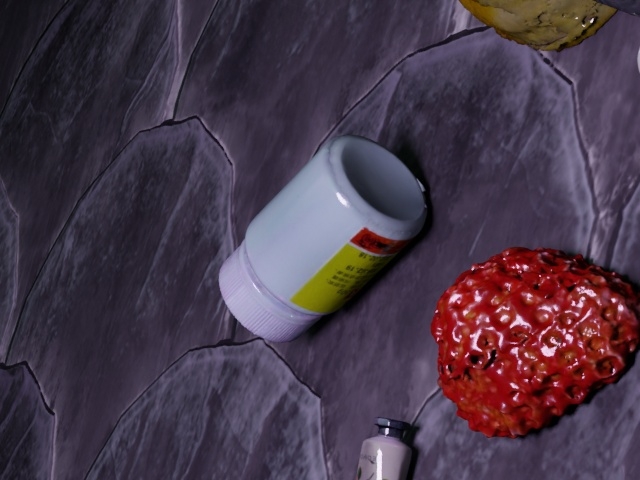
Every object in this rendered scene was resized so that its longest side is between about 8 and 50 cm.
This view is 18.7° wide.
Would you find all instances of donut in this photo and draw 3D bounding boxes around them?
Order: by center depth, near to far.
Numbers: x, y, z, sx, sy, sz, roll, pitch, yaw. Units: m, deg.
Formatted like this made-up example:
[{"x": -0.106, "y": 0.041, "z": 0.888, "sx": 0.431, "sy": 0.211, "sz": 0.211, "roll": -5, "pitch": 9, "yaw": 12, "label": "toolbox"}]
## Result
[{"x": 0.225, "y": -0.323, "z": 2.000, "sx": 0.272, "sy": 0.107, "sz": 0.272, "roll": -32, "pitch": 47, "yaw": 43, "label": "donut"}]

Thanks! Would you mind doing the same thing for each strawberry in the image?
[{"x": 0.183, "y": 0.077, "z": 1.793, "sx": 0.236, "sy": 0.111, "sz": 0.190, "roll": -18, "pitch": 53, "yaw": 53, "label": "strawberry"}]

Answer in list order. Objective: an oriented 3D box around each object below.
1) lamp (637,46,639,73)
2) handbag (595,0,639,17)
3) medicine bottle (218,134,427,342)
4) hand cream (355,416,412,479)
[{"x": 0.344, "y": -0.150, "z": 1.700, "sx": 0.106, "sy": 0.106, "sz": 0.193, "roll": -67, "pitch": 19, "yaw": 1, "label": "lamp"}, {"x": 0.331, "y": -0.312, "z": 1.800, "sx": 0.270, "sy": 0.088, "sz": 0.175, "roll": -41, "pitch": 26, "yaw": 7, "label": "handbag"}, {"x": 0.000, "y": 0.000, "z": 2.115, "sx": 0.225, "sy": 0.139, "sz": 0.139, "roll": -45, "pitch": 37, "yaw": 34, "label": "medicine bottle"}, {"x": 0.050, "y": 0.294, "z": 1.941, "sx": 0.080, "sy": 0.050, "sz": 0.234, "roll": 1, "pitch": 77, "yaw": 55, "label": "hand cream"}]
